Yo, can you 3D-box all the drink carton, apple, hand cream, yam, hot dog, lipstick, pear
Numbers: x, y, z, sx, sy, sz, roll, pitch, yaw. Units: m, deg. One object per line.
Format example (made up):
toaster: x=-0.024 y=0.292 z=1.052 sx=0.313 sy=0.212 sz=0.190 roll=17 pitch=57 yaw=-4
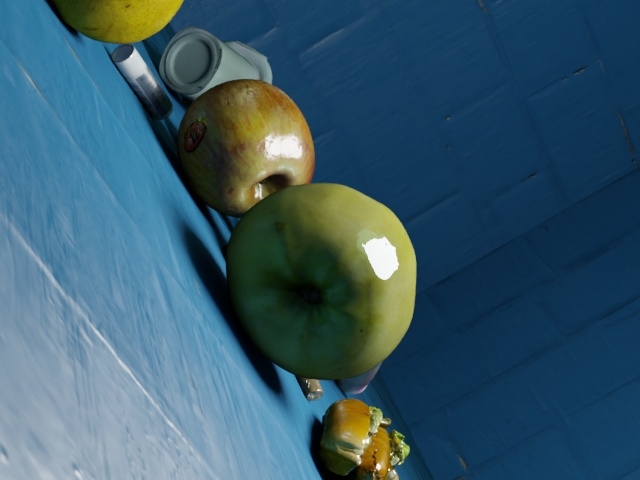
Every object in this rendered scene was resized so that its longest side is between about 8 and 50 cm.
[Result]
drink carton: x=-0.235 y=-0.358 z=2.370 sx=0.185 sy=0.191 sz=0.189 roll=36 pitch=5 yaw=29
apple: x=0.004 y=0.051 z=1.441 sx=0.262 sy=0.262 sz=0.262 roll=60 pitch=2 yaw=-3
hand cream: x=0.098 y=0.207 z=2.188 sx=0.312 sy=0.070 sz=0.111 roll=115 pitch=-29 yaw=-58
yam: x=-0.034 y=0.180 z=1.712 sx=0.145 sy=0.032 sz=0.032 roll=62 pitch=3 yaw=34
hot dog: x=0.061 y=0.285 z=1.539 sx=0.135 sy=0.100 sz=0.337 roll=59 pitch=2 yaw=1
lipstick: x=-0.273 y=-0.243 z=1.730 sx=0.040 sy=0.040 sz=0.141 roll=61 pitch=2 yaw=42
pear: x=-0.261 y=-0.362 z=1.443 sx=0.209 sy=0.209 sz=0.209 roll=60 pitch=2 yaw=-3
apple: x=-0.116 y=-0.142 z=1.736 sx=0.188 sy=0.211 sz=0.211 roll=54 pitch=-2 yaw=32

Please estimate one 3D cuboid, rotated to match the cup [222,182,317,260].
cup: x=-0.024 y=0.051 z=1.722 sx=0.239 sy=0.177 sz=0.166 roll=58 pitch=2 yaw=-42
